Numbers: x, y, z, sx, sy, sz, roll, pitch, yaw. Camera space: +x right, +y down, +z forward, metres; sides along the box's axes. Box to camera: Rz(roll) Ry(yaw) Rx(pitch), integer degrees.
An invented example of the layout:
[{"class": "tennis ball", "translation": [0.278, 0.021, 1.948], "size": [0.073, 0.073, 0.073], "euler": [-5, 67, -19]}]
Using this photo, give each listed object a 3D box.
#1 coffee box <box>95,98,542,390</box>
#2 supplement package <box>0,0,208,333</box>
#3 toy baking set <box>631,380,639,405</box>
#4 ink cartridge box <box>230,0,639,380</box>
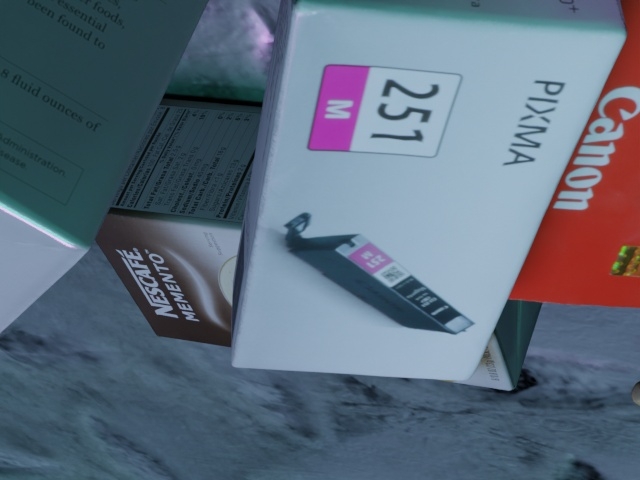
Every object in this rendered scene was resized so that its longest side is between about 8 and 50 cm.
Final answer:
[{"class": "coffee box", "translation": [0.000, 0.000, 0.910], "size": [0.246, 0.098, 0.141], "euler": [7, 145, 25]}, {"class": "supplement package", "translation": [-0.136, -0.128, 0.591], "size": [0.177, 0.293, 0.175], "euler": [31, 150, -15]}, {"class": "toy baking set", "translation": [0.297, 0.105, 0.928], "size": [0.256, 0.030, 0.197], "euler": [26, 154, -28]}, {"class": "ink cartridge box", "translation": [0.090, -0.024, 0.680], "size": [0.239, 0.060, 0.275], "euler": [5, 146, -6]}]
